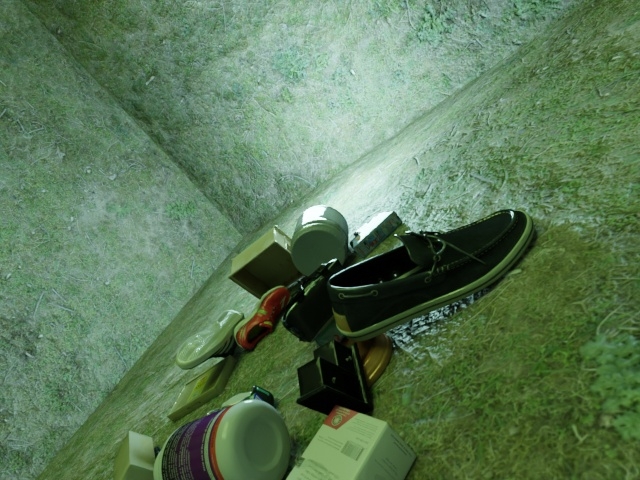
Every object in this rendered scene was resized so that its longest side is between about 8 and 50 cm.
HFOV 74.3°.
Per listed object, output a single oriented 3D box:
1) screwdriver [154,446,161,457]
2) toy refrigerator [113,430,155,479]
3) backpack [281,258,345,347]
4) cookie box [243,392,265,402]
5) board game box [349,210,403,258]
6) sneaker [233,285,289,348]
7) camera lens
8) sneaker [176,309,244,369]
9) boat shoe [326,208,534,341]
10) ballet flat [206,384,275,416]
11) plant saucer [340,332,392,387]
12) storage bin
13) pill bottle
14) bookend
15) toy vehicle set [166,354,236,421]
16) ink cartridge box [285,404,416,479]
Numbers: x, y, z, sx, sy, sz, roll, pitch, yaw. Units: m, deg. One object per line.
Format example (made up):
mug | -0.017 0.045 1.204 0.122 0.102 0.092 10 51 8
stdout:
screwdriver | -0.509 0.699 1.339 0.170 0.024 0.025 7 79 62
toy refrigerator | -0.579 0.705 1.323 0.269 0.094 0.102 -9 54 65
backpack | 0.006 0.180 1.150 0.225 0.191 0.253 -47 3 -17
cookie box | -0.175 0.449 1.056 0.107 0.092 0.040 -38 12 11
board game box | 0.178 -0.019 1.566 0.194 0.060 0.194 -45 15 -17
sneaker | -0.202 0.298 1.598 0.279 0.107 0.118 -50 32 -14
camera lens | 0.000 0.000 1.645 0.219 0.219 0.274 -37 15 17
sneaker | -0.396 0.405 1.592 0.131 0.148 0.350 11 24 24
boat shoe | 0.239 0.049 0.950 0.500 0.156 0.187 -28 18 5
ballet flat | -0.249 0.482 1.138 0.280 0.096 0.095 -40 15 6
plant saucer | 0.079 0.283 0.999 0.200 0.037 0.200 -38 15 12
storage bin | -0.196 0.114 1.760 0.262 0.260 0.123 -37 33 18
pill bottle | -0.231 0.479 0.935 0.323 0.181 0.181 -31 18 32
bookend | 0.020 0.266 0.864 0.072 0.156 0.157 -35 40 21
toy vehicle set | -0.434 0.542 1.552 0.267 0.035 0.166 -35 16 22
ink cartridge box | 0.030 0.398 0.686 0.218 0.092 0.158 -47 16 -27
